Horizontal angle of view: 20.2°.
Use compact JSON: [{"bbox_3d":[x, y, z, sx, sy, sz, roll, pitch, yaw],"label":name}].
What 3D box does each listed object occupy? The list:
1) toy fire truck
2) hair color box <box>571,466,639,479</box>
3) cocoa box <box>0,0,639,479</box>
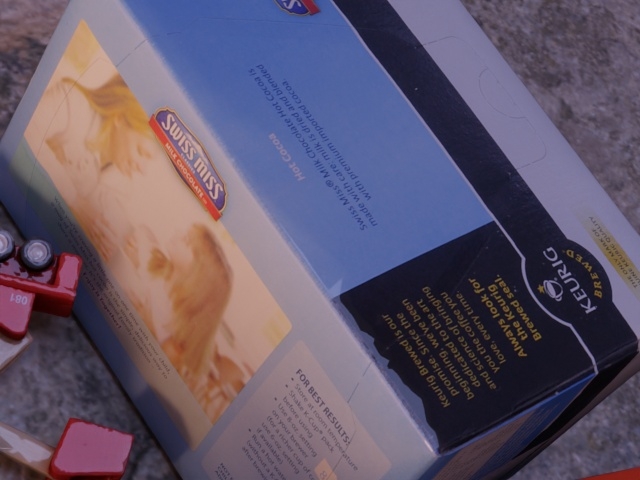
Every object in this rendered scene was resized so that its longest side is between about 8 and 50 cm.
[{"bbox_3d":[-0.196,0.063,1.045,0.192,0.047,0.135,14,69,-8],"label":"toy fire truck"},{"bbox_3d":[0.139,0.192,1.125,0.167,0.093,0.053,-6,60,-34],"label":"hair color box"},{"bbox_3d":[0.000,0.000,1.088,0.228,0.231,0.347,-23,71,-38],"label":"cocoa box"}]
